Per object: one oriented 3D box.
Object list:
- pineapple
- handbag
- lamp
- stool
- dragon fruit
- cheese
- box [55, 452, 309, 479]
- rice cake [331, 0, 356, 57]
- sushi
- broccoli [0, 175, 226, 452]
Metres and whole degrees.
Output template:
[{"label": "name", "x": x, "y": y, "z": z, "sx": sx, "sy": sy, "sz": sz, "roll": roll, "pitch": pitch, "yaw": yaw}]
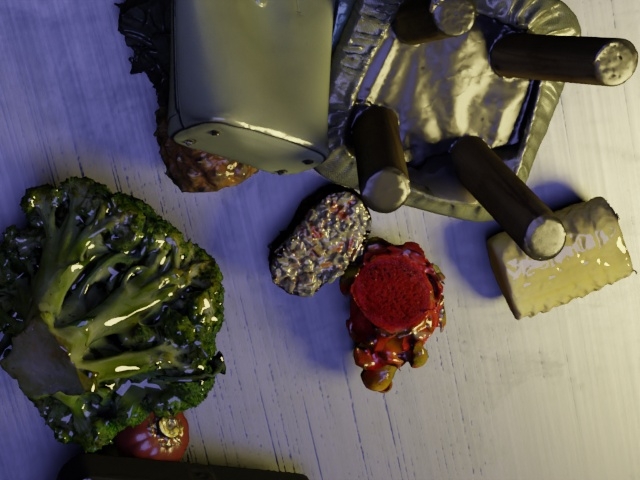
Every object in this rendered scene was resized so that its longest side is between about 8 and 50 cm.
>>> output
[{"label": "pineapple", "x": -0.156, "y": -0.181, "z": 1.850, "sx": 0.128, "sy": 0.128, "sz": 0.248, "roll": -22, "pitch": 107, "yaw": -3}, {"label": "handbag", "x": -0.072, "y": -0.244, "z": 1.789, "sx": 0.241, "sy": 0.109, "sz": 0.315, "roll": 17, "pitch": 71, "yaw": -41}, {"label": "lamp", "x": -0.213, "y": 0.242, "z": 1.986, "sx": 0.101, "sy": 0.090, "sz": 0.101, "roll": 16, "pitch": 64, "yaw": -36}, {"label": "stool", "x": 0.178, "y": -0.158, "z": 1.851, "sx": 0.310, "sy": 0.226, "sz": 0.310, "roll": 15, "pitch": 104, "yaw": -23}, {"label": "dragon fruit", "x": 0.088, "y": 0.102, "z": 1.983, "sx": 0.133, "sy": 0.150, "sz": 0.207, "roll": 14, "pitch": 113, "yaw": 16}, {"label": "cheese", "x": 0.306, "y": 0.021, "z": 2.014, "sx": 0.167, "sy": 0.094, "sz": 0.123, "roll": -22, "pitch": 120, "yaw": 1}, {"label": "box", "x": -0.186, "y": 0.377, "z": 1.992, "sx": 0.350, "sy": 0.058, "sz": 0.211, "roll": 11, "pitch": 118, "yaw": -30}, {"label": "rice cake", "x": 0.020, "y": -0.209, "z": 1.918, "sx": 0.042, "sy": 0.030, "sz": 0.180, "roll": 6, "pitch": 107, "yaw": -18}, {"label": "sushi", "x": 0.000, "y": 0.000, "z": 1.951, "sx": 0.090, "sy": 0.078, "sz": 0.150, "roll": 40, "pitch": 99, "yaw": -11}, {"label": "broccoli", "x": -0.275, "y": 0.098, "z": 1.833, "sx": 0.304, "sy": 0.283, "sz": 0.321, "roll": -42, "pitch": 91, "yaw": 23}]
